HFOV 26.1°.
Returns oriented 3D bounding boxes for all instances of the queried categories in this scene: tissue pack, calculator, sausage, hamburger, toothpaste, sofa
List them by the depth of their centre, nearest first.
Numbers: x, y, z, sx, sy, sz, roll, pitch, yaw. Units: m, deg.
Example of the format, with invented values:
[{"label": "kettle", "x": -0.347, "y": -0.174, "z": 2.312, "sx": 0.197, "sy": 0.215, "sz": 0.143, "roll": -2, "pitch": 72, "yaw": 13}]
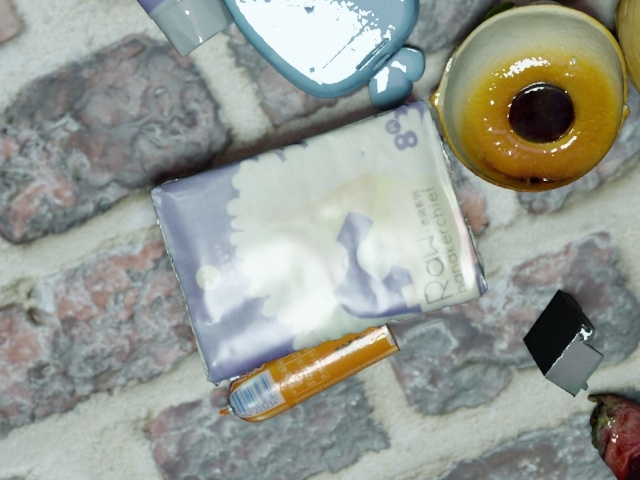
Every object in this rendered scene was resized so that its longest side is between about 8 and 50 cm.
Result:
[{"label": "toothpaste", "x": -0.228, "y": -0.377, "z": 1.525, "sx": 0.125, "sy": 0.080, "sz": 0.371, "roll": -34, "pitch": 100, "yaw": 4}, {"label": "calculator", "x": 0.003, "y": -0.274, "z": 1.587, "sx": 0.303, "sy": 0.042, "sz": 0.188, "roll": 43, "pitch": 96, "yaw": -12}, {"label": "hamburger", "x": 0.248, "y": -0.161, "z": 1.588, "sx": 0.237, "sy": 0.147, "sz": 0.237, "roll": 1, "pitch": 115, "yaw": 2}, {"label": "tissue pack", "x": 0.000, "y": 0.000, "z": 1.597, "sx": 0.344, "sy": 0.125, "sz": 0.242, "roll": -18, "pitch": 89, "yaw": -1}, {"label": "sofa", "x": 0.302, "y": 0.124, "z": 1.665, "sx": 0.060, "sy": 0.147, "sz": 0.085, "roll": 31, "pitch": 101, "yaw": -9}, {"label": "sausage", "x": -0.020, "y": 0.157, "z": 1.685, "sx": 0.234, "sy": 0.071, "sz": 0.071, "roll": -28, "pitch": 105, "yaw": 2}]

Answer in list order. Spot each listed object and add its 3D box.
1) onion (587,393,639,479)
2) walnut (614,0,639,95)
[{"label": "onion", "x": 0.489, "y": 0.322, "z": 1.650, "sx": 0.420, "sy": 0.398, "sz": 0.398, "roll": 43, "pitch": 98, "yaw": 10}, {"label": "walnut", "x": 0.425, "y": -0.229, "z": 1.580, "sx": 0.165, "sy": 0.165, "sz": 0.197, "roll": -22, "pitch": 98, "yaw": 1}]
